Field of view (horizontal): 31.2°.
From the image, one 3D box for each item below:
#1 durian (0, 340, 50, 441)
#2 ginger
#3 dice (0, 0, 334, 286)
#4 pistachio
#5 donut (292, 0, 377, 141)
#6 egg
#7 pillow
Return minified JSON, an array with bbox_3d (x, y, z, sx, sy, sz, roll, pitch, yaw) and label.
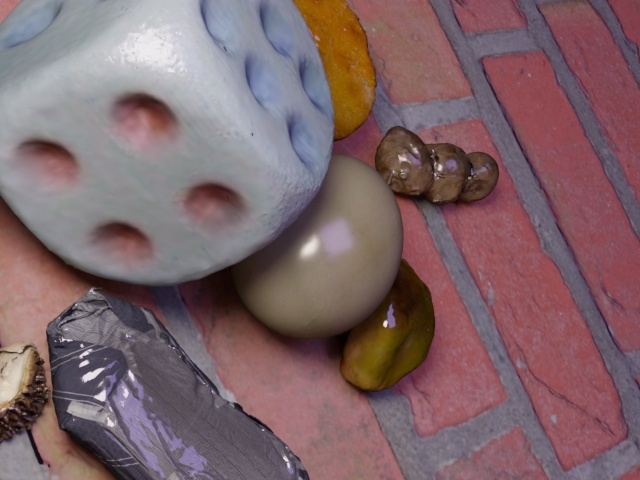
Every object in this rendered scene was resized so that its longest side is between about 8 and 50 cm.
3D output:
[{"bbox_3d":[-0.293,0.147,1.070,0.066,0.052,0.130,18,40,16],"label":"durian"},{"bbox_3d":[0.164,-0.097,1.563,0.204,0.080,0.104,12,53,-33],"label":"ginger"},{"bbox_3d":[-0.157,-0.136,1.124,0.268,0.263,0.264,52,30,-32],"label":"dice"},{"bbox_3d":[0.087,0.096,1.370,0.110,0.100,0.189,32,48,-19],"label":"pistachio"},{"bbox_3d":[-0.073,-0.234,1.420,0.303,0.110,0.302,21,55,-33],"label":"donut"},{"bbox_3d":[0.000,0.000,1.289,0.188,0.188,0.253,45,36,-11],"label":"egg"},{"bbox_3d":[-0.139,0.191,1.127,0.335,0.092,0.161,44,40,-12],"label":"pillow"}]
